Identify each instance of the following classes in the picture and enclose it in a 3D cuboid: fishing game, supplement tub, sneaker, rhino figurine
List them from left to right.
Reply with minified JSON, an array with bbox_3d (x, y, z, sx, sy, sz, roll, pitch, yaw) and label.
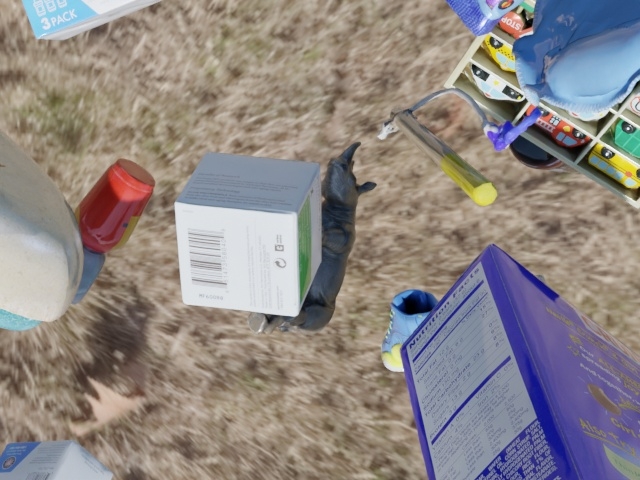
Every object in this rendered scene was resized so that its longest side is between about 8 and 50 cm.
[{"bbox_3d":[0.000,0.000,1.558,0.073,0.106,0.243,22,94,30],"label":"rhino figurine"},{"bbox_3d":[0.134,0.119,1.876,0.091,0.240,0.126,-15,99,-14],"label":"sneaker"},{"bbox_3d":[0.325,-0.136,1.715,0.198,0.106,0.106,1,88,-50],"label":"supplement tub"},{"bbox_3d":[0.144,-0.096,0.438,0.264,0.189,0.041,-38,107,-1],"label":"fishing game"}]

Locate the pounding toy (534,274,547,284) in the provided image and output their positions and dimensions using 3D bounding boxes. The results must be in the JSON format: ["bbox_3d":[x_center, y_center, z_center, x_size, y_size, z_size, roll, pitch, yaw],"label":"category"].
[{"bbox_3d":[0.167,0.171,1.470,0.155,0.154,0.269,-3,66,24],"label":"pounding toy"}]

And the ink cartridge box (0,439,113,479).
[{"bbox_3d":[-0.356,0.350,1.591,0.078,0.134,0.231,49,50,-32],"label":"ink cartridge box"}]

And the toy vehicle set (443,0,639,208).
[{"bbox_3d":[0.289,-0.162,1.507,0.267,0.166,0.035,32,48,0],"label":"toy vehicle set"}]

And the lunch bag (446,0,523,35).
[{"bbox_3d":[0.170,-0.248,0.711,0.138,0.221,0.293,48,36,14],"label":"lunch bag"}]

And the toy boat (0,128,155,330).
[{"bbox_3d":[-0.271,-0.011,1.150,0.267,0.318,0.148,45,109,25],"label":"toy boat"}]

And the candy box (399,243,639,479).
[{"bbox_3d":[0.199,0.180,0.897,0.268,0.317,0.122,35,110,-19],"label":"candy box"}]

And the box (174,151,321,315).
[{"bbox_3d":[-0.056,-0.006,1.107,0.102,0.087,0.101,6,123,11],"label":"box"}]

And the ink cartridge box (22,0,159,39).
[{"bbox_3d":[-0.204,-0.263,1.089,0.104,0.061,0.181,-20,93,12],"label":"ink cartridge box"}]
